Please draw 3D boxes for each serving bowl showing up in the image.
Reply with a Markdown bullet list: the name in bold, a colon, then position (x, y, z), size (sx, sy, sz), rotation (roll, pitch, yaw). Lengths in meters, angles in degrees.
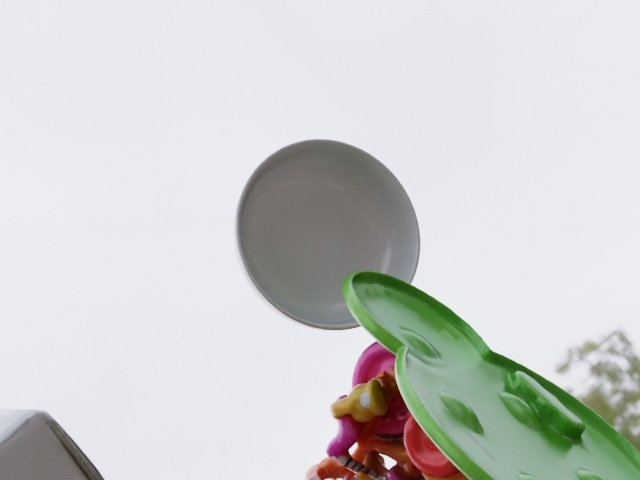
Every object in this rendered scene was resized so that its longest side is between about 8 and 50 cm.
- **serving bowl**: position (0.000, 0.000, 0.640), size (0.083, 0.083, 0.027), rotation (-12, -10, -22)

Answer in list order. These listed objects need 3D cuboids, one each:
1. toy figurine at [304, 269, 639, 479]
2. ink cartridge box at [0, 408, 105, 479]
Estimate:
- **toy figurine**: position (0.032, 0.125, 0.591), size (0.130, 0.173, 0.159), rotation (7, -58, -53)
- **ink cartridge box**: position (-0.243, 0.192, 0.492), size (0.371, 0.176, 0.069), rotation (-40, -75, -27)
